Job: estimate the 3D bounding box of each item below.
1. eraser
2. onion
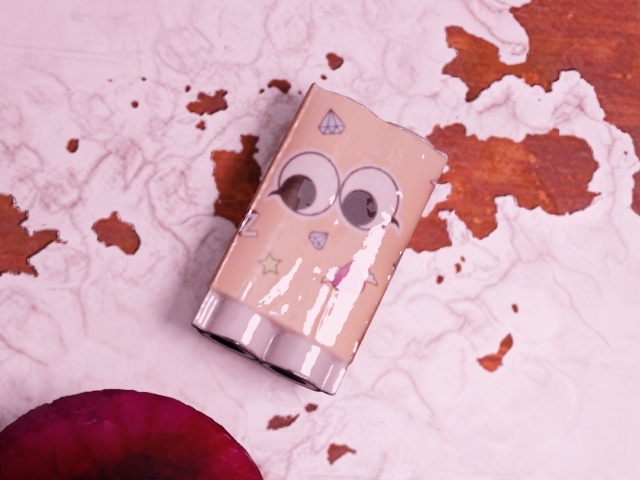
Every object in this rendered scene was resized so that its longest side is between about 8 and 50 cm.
[{"bbox_3d":[0.000,0.000,1.472,0.171,0.087,0.290,28,79,-6],"label":"eraser"},{"bbox_3d":[-0.178,0.291,1.257,0.348,0.385,0.347,8,70,-21],"label":"onion"}]
